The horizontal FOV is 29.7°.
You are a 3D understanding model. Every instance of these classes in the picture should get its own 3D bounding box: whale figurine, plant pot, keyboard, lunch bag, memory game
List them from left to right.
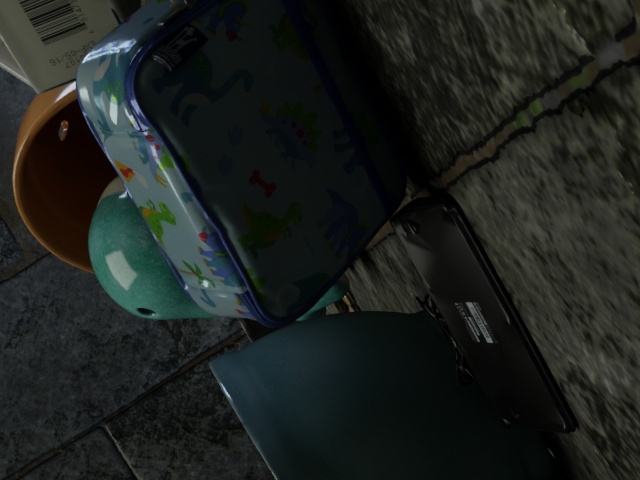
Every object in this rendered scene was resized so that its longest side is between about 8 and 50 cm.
[{"bbox_3d":[-0.200,-0.126,1.368,0.203,0.291,0.291,-105,-8,-47],"label":"plant pot"},{"bbox_3d":[-0.111,0.033,1.251,0.272,0.141,0.216,25,153,-14],"label":"whale figurine"},{"bbox_3d":[-0.043,-0.070,0.795,0.090,0.176,0.219,6,131,47],"label":"lunch bag"},{"bbox_3d":[0.019,0.064,1.670,0.186,0.012,0.186,57,174,10],"label":"memory game"},{"bbox_3d":[0.066,0.174,1.000,0.293,0.196,0.293,56,173,11],"label":"plant pot"},{"bbox_3d":[0.113,0.048,0.841,0.100,0.038,0.192,-5,118,56],"label":"keyboard"}]

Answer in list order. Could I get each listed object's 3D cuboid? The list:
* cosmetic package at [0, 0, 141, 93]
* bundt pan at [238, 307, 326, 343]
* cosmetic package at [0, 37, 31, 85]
[{"bbox_3d":[-0.256,-0.299,1.177,0.309,0.113,0.160,-102,-11,-52],"label":"cosmetic package"},{"bbox_3d":[-0.094,0.019,1.738,0.331,0.124,0.331,62,179,3],"label":"bundt pan"},{"bbox_3d":[-0.484,-0.405,1.560,0.453,0.230,0.161,34,177,-7],"label":"cosmetic package"}]
